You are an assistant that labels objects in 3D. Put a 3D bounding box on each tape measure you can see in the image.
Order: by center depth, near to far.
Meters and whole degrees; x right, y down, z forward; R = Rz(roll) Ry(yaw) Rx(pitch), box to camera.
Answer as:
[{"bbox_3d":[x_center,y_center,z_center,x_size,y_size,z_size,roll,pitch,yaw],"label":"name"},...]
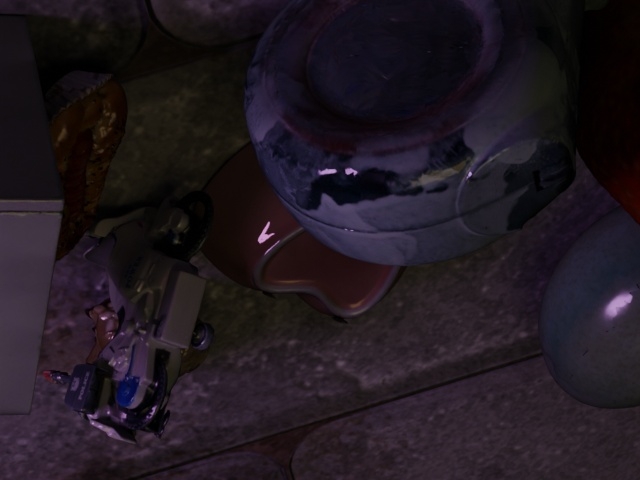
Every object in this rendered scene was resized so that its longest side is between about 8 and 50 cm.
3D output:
[{"bbox_3d":[0.082,-0.104,1.486,0.275,0.256,0.147,-4,142,17],"label":"tape measure"}]

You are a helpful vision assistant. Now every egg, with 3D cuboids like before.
[{"bbox_3d":[0.299,0.059,1.784,0.169,0.169,0.236,15,125,-30],"label":"egg"}]

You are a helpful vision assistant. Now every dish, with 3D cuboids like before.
[{"bbox_3d":[0.000,0.000,1.682,0.213,0.090,0.213,-10,134,-10],"label":"dish"}]

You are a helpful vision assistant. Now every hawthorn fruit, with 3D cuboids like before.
[{"bbox_3d":[0.343,-0.111,1.574,0.275,0.275,0.299,-22,127,2],"label":"hawthorn fruit"}]

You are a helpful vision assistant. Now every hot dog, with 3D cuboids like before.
[{"bbox_3d":[-0.206,-0.058,1.560,0.108,0.059,0.191,-42,159,-42],"label":"hot dog"}]

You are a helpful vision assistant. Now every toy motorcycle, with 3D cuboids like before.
[{"bbox_3d":[-0.157,0.062,1.633,0.102,0.221,0.150,23,166,-37],"label":"toy motorcycle"}]

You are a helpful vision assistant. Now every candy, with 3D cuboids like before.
[{"bbox_3d":[-0.160,0.093,1.732,0.110,0.085,0.095,-16,145,-19],"label":"candy"}]

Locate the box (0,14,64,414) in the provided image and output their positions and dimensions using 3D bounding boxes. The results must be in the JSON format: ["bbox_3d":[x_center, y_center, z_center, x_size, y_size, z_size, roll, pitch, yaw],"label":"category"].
[{"bbox_3d":[-0.284,-0.019,1.471,0.117,0.225,0.225,0,132,-18],"label":"box"}]
